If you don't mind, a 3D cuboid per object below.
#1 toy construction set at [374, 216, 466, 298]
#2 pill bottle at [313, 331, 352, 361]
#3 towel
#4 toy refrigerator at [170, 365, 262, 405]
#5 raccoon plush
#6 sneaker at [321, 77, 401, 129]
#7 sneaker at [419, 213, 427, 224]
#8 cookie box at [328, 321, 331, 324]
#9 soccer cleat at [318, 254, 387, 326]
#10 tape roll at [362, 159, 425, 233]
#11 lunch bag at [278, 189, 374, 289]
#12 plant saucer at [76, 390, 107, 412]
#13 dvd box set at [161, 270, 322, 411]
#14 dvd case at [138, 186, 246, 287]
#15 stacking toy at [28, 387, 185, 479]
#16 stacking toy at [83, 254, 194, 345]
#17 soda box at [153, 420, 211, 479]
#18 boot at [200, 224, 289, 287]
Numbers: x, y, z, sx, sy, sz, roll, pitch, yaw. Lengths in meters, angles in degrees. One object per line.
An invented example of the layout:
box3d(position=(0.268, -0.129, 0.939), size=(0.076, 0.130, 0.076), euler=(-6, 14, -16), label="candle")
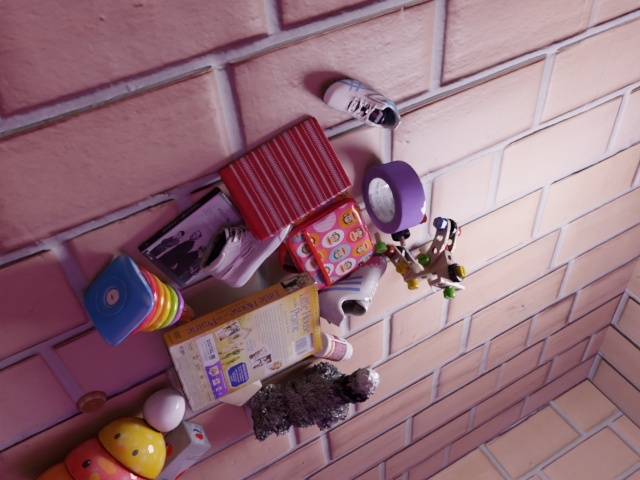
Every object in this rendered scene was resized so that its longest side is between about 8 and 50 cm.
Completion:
box3d(position=(0.340, 0.096, 1.880), size=(0.257, 0.237, 0.309), euler=(-19, 155, 12), label="toy construction set")
box3d(position=(0.040, 0.362, 2.050), size=(0.086, 0.086, 0.152), euler=(-50, 139, 12), label="pill bottle")
box3d(position=(-0.083, -0.146, 1.456), size=(0.275, 0.031, 0.199), euler=(-32, 101, -10), label="towel")
box3d(position=(-0.309, 0.408, 1.820), size=(0.102, 0.094, 0.269), euler=(-45, 138, 11), label="toy refrigerator")
box3d(position=(-0.053, 0.493, 1.965), size=(0.299, 0.216, 0.446), euler=(-6, 147, -33), label="raccoon plush")
box3d(position=(0.106, -0.326, 1.470), size=(0.237, 0.086, 0.085), euler=(8, 122, -40), label="sneaker")
box3d(position=(0.251, -0.102, 1.795), size=(0.087, 0.083, 0.221), euler=(-33, 138, 0), label="sneaker")
box3d(position=(0.052, 0.200, 1.906), size=(0.107, 0.092, 0.040), euler=(-23, 140, -19), label="cookie box")
box3d(position=(0.117, 0.158, 1.832), size=(0.331, 0.143, 0.116), euler=(-29, 144, -39), label="soccer cleat")
box3d(position=(0.197, -0.118, 1.650), size=(0.080, 0.189, 0.189), euler=(-18, 135, -25), label="tape roll")
box3d(position=(0.000, 0.000, 1.671), size=(0.258, 0.120, 0.293), euler=(-31, 140, -4), label="lunch bag")
box3d(position=(-0.626, 0.448, 1.669), size=(0.083, 0.015, 0.083), euler=(-21, 136, -22), label="plant saucer")
box3d(position=(-0.196, 0.278, 1.664), size=(0.420, 0.062, 0.308), euler=(-23, 138, -18), label="dvd box set")
box3d(position=(-0.299, -0.003, 1.496), size=(0.238, 0.029, 0.179), euler=(-38, 140, -3), label="dvd case")
box3d(position=(-0.565, 0.619, 1.721), size=(0.480, 0.350, 0.350), euler=(-54, 142, -13), label="stacking toy")
box3d(position=(-0.404, 0.162, 1.493), size=(0.166, 0.175, 0.302), euler=(-44, 151, 9), label="stacking toy")
box3d(position=(-0.493, 0.715, 1.958), size=(0.286, 0.091, 0.098), euler=(-45, 140, 6), label="soda box")
box3d(position=(-0.183, -0.005, 1.492), size=(0.123, 0.095, 0.258), euler=(32, 96, -41), label="boot")
